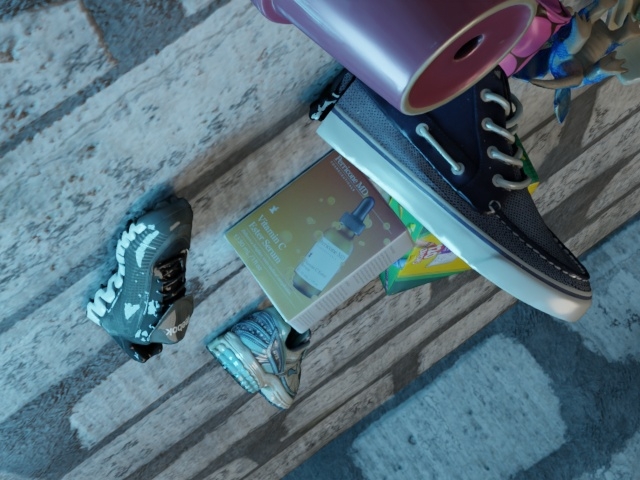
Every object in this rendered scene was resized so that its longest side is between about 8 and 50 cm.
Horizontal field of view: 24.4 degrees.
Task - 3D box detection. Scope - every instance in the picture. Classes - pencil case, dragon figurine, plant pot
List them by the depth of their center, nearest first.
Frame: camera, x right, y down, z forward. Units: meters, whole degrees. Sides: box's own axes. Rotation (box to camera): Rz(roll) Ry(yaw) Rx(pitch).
[{"bbox_3d":[0.057,-0.202,1.108,0.201,0.180,0.201,-34,165,-10],"label":"plant pot"},{"bbox_3d":[0.162,-0.194,1.568,0.209,0.095,0.098,-45,144,18],"label":"pencil case"},{"bbox_3d":[0.269,-0.192,1.645,0.144,0.085,0.289,-41,-170,42],"label":"dragon figurine"}]

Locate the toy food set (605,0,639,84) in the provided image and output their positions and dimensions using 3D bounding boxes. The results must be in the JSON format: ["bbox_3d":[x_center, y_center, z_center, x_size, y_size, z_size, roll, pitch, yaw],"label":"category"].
[{"bbox_3d":[0.460,-0.317,1.705,0.219,0.092,0.306,-20,150,-13],"label":"toy food set"}]

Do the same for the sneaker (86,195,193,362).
[{"bbox_3d":[-0.162,0.047,1.496,0.078,0.106,0.234,-27,162,-38],"label":"sneaker"}]

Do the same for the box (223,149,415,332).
[{"bbox_3d":[0.000,0.000,1.687,0.170,0.130,0.091,-38,165,0],"label":"box"}]

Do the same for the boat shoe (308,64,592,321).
[{"bbox_3d":[0.158,-0.080,1.440,0.158,0.340,0.127,-53,173,16],"label":"boat shoe"}]

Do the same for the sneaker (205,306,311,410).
[{"bbox_3d":[-0.056,0.159,2.093,0.122,0.110,0.283,-42,165,2],"label":"sneaker"}]

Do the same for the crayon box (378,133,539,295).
[{"bbox_3d":[0.176,-0.031,2.035,0.165,0.081,0.278,-18,160,-17],"label":"crayon box"}]
